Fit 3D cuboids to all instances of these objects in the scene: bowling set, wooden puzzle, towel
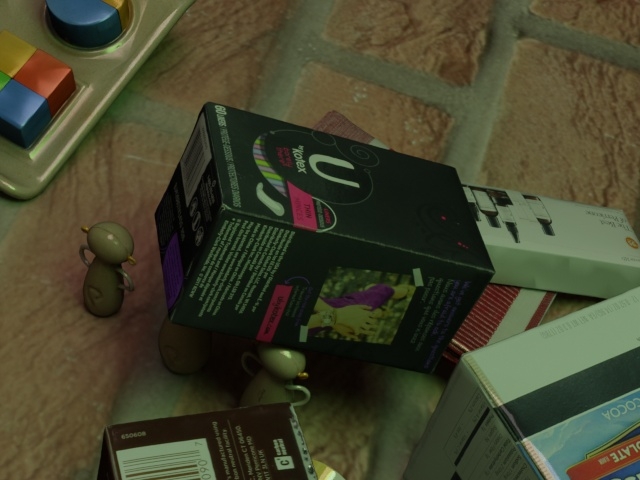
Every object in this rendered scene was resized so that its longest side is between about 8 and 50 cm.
[{"bbox_3d":[-0.088,0.041,1.481,0.287,0.154,0.200,34,52,14],"label":"bowling set"},{"bbox_3d":[-0.361,-0.251,1.664,0.322,0.080,0.348,30,64,12],"label":"wooden puzzle"},{"bbox_3d":[0.095,0.002,1.587,0.329,0.037,0.237,35,38,5],"label":"towel"}]

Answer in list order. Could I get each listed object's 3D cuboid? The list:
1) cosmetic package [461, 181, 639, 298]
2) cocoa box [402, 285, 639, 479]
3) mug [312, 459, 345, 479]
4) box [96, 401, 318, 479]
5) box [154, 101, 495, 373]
[{"bbox_3d":[0.240,0.001,1.610,0.239,0.060,0.099,8,44,-27],"label":"cosmetic package"},{"bbox_3d":[0.299,0.201,1.392,0.347,0.231,0.228,-18,59,-25],"label":"cocoa box"},{"bbox_3d":[-0.017,0.247,1.396,0.078,0.062,0.064,30,60,15],"label":"mug"},{"bbox_3d":[-0.098,0.267,1.263,0.167,0.203,0.168,-6,54,-18],"label":"box"},{"bbox_3d":[0.000,0.000,1.369,0.270,0.143,0.165,13,36,-22],"label":"box"}]
